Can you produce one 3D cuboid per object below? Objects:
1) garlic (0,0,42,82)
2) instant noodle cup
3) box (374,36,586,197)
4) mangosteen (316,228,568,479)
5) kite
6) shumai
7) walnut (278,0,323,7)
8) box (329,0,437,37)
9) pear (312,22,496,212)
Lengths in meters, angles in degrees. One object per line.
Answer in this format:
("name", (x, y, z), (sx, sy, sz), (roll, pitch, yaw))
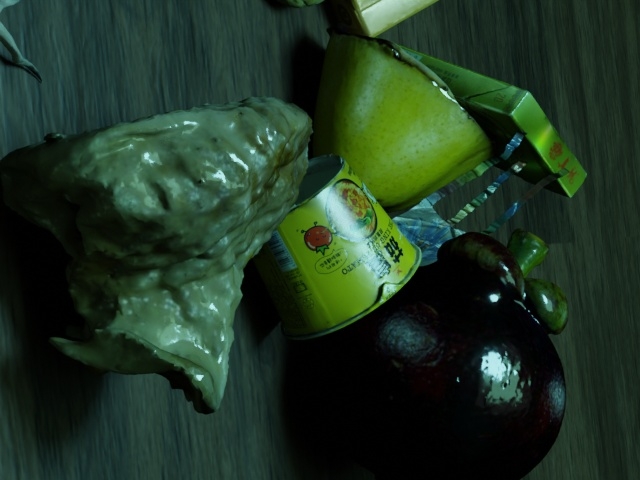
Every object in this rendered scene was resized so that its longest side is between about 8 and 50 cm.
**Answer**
("garlic", (-0.258, -0.358, 1.109), (0.340, 0.231, 0.246), (-56, 165, -7))
("instant noodle cup", (0.000, 0.000, 1.393), (0.144, 0.182, 0.182), (59, 40, -17))
("box", (0.177, -0.160, 1.573), (0.043, 0.311, 0.173), (-51, 132, -7))
("mangosteen", (0.146, 0.142, 1.437), (0.297, 0.297, 0.313), (-29, 148, -54))
("kite", (0.159, -0.015, 1.522), (0.169, 0.310, 0.015), (32, 34, -41))
("shumai", (-0.112, 0.014, 1.131), (0.314, 0.267, 0.262), (-19, 98, -49))
("walnut", (-0.026, -0.317, 1.490), (0.092, 0.092, 0.092), (15, 72, -54))
("box", (0.063, -0.411, 1.570), (0.174, 0.076, 0.274), (-32, 114, -16))
("pear", (0.072, -0.115, 1.521), (0.178, 0.267, 0.267), (-55, 133, -11))
